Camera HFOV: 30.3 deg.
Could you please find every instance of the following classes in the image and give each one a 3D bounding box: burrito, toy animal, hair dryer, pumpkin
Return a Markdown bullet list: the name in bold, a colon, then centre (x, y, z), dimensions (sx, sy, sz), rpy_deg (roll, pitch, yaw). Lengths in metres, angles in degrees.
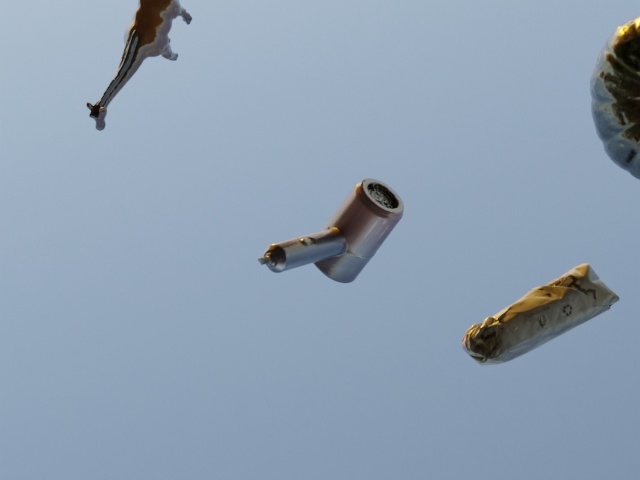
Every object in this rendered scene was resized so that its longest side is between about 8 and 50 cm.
- **burrito**: centre (0.247, 0.084, 1.329), dimensions (0.203, 0.064, 0.064), rpy_deg (-25, -126, -22)
- **toy animal**: centre (-0.271, -0.280, 1.768), dimensions (0.066, 0.229, 0.224), rpy_deg (20, -74, 10)
- **hair dryer**: centre (0.000, 0.000, 0.724), dimensions (0.037, 0.063, 0.114), rpy_deg (48, -146, 19)
- **pumpkin**: centre (0.405, -0.157, 1.292), dimensions (0.223, 0.224, 0.157), rpy_deg (19, -161, 23)
